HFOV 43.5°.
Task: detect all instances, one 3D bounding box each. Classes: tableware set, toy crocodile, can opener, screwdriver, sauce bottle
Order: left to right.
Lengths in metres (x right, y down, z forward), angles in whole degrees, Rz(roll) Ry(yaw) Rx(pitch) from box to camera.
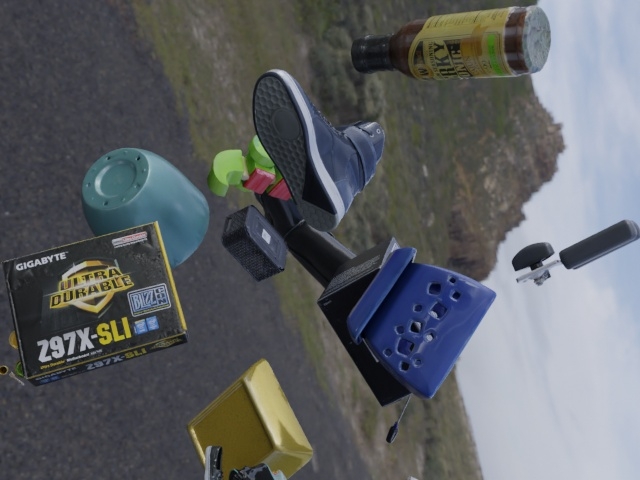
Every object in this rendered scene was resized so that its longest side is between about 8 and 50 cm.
[{"bbox_3d":[-0.719,0.266,1.947,0.104,0.154,0.024,37,-5,0],"label":"tableware set"},{"bbox_3d":[-0.070,-0.127,1.621,0.340,0.115,0.105,8,52,-35],"label":"toy crocodile"},{"bbox_3d":[0.194,0.447,2.016,0.024,0.025,0.170,-60,166,-57],"label":"screwdriver"},{"bbox_3d":[0.208,-0.324,1.355,0.111,0.344,0.111,-6,98,-50],"label":"sauce bottle"},{"bbox_3d":[0.529,0.021,1.692,0.074,0.280,0.093,-1,69,-55],"label":"can opener"}]

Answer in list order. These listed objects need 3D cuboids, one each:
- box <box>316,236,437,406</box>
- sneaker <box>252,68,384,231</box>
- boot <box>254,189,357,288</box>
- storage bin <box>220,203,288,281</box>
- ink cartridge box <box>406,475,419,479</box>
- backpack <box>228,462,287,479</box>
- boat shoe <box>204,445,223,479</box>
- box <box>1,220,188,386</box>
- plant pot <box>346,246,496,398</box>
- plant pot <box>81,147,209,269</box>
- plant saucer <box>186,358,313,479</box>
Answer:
[{"bbox_3d":[0.160,0.186,1.913,0.296,0.183,0.294,59,17,-6],"label":"box"},{"bbox_3d":[0.003,-0.149,1.069,0.163,0.086,0.226,-49,128,-39],"label":"sneaker"},{"bbox_3d":[0.001,0.001,2.354,0.445,0.146,0.367,46,-17,30],"label":"boot"},{"bbox_3d":[-0.174,0.008,2.158,0.180,0.084,0.122,51,29,-31],"label":"storage bin"},{"bbox_3d":[0.252,0.504,1.142,0.176,0.371,0.069,-65,173,8],"label":"ink cartridge box"},{"bbox_3d":[-0.123,0.565,1.620,0.166,0.144,0.188,43,-59,47],"label":"backpack"},{"bbox_3d":[-0.273,0.601,2.077,0.049,0.040,0.142,46,35,-61],"label":"boat shoe"},{"bbox_3d":[-0.454,0.125,1.627,0.079,0.322,0.257,102,-29,-67],"label":"box"},{"bbox_3d":[0.181,0.154,1.555,0.212,0.236,0.236,34,-6,8],"label":"plant pot"},{"bbox_3d":[-0.462,-0.093,2.021,0.235,0.293,0.293,60,19,-55],"label":"plant pot"},{"bbox_3d":[-0.222,0.538,2.183,0.081,0.333,0.333,27,25,-51],"label":"plant saucer"}]
